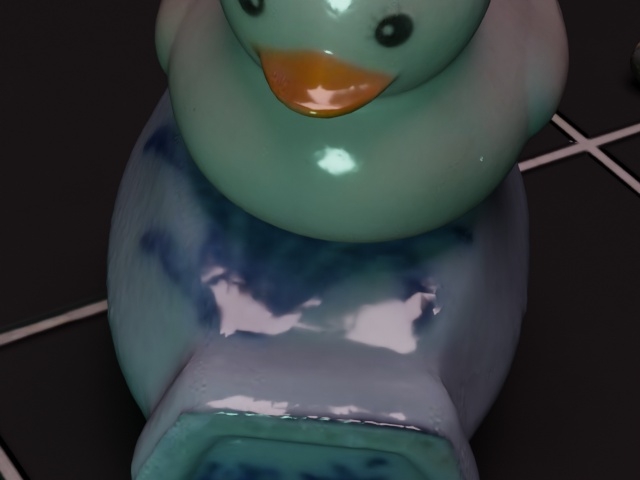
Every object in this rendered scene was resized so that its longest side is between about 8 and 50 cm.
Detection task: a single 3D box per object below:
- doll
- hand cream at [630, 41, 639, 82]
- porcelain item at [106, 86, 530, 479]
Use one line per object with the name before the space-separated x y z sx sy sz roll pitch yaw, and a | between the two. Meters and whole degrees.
doll | 0.019 -0.125 0.855 0.221 0.221 0.251 13 44 8
hand cream | 0.296 -0.183 1.364 0.084 0.084 0.203 24 48 21
porcelain item | 0.000 0.000 1.001 0.242 0.178 0.405 5 39 -1
